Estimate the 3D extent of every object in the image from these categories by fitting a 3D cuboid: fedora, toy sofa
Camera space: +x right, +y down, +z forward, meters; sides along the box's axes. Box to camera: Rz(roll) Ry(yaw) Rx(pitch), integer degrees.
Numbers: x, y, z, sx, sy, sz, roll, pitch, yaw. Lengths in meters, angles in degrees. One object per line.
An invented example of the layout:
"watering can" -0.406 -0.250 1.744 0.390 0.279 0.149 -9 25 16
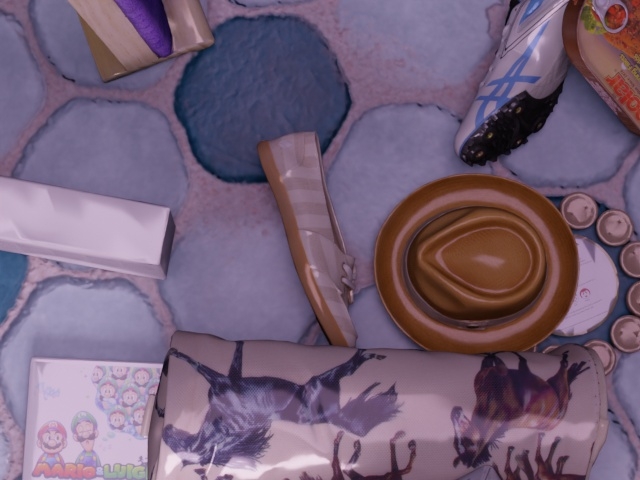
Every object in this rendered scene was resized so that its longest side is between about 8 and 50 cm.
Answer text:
"fedora" 0.146 0.021 1.613 0.194 0.079 0.194 0 81 1
"toy sofa" -0.167 -0.266 1.520 0.177 0.362 0.150 -21 82 1

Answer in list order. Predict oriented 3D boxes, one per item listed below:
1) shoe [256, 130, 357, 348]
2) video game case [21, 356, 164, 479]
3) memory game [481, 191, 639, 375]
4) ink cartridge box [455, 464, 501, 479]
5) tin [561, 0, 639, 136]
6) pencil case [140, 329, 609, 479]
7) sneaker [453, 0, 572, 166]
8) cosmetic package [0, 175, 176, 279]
"shoe" 0.000 0.000 1.627 0.058 0.076 0.219 -19 81 2
"video game case" -0.197 0.183 1.626 0.157 0.019 0.143 3 82 0
"memory game" 0.233 0.044 1.657 0.186 0.012 0.186 0 82 0
"ink cartridge box" 0.064 0.363 1.446 0.306 0.131 0.226 -31 97 13
"tin" 0.300 -0.171 1.635 0.189 0.040 0.106 46 76 -26
"pencil case" 0.041 0.164 1.546 0.410 0.183 0.159 2 78 -2
"sneaker" 0.196 -0.174 1.660 0.086 0.085 0.237 33 85 29
"cosmetic package" -0.258 -0.019 1.615 0.239 0.099 0.060 10 82 0
